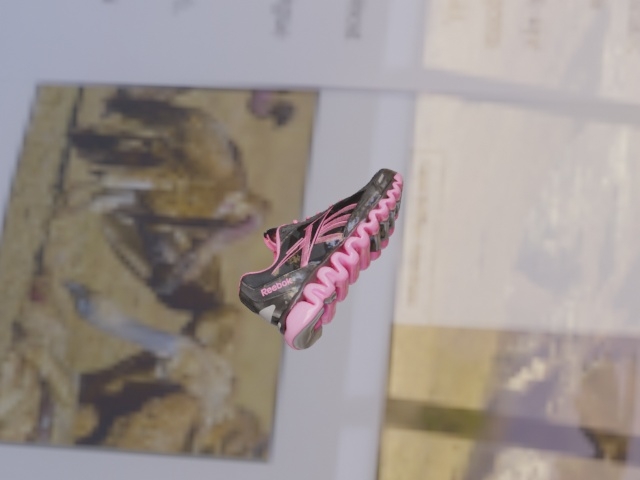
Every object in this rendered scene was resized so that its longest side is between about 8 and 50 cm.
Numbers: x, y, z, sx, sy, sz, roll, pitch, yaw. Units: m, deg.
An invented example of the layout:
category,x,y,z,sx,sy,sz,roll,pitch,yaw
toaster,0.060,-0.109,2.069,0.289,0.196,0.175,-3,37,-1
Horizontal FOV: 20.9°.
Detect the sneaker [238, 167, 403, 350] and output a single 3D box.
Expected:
category,x,y,z,sx,sy,sz,roll,pitch,yaw
sneaker,0.000,0.000,0.919,0.119,0.057,0.047,-51,160,-29
